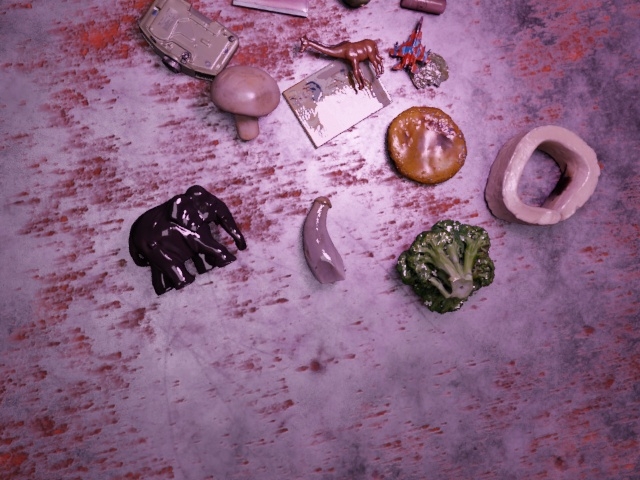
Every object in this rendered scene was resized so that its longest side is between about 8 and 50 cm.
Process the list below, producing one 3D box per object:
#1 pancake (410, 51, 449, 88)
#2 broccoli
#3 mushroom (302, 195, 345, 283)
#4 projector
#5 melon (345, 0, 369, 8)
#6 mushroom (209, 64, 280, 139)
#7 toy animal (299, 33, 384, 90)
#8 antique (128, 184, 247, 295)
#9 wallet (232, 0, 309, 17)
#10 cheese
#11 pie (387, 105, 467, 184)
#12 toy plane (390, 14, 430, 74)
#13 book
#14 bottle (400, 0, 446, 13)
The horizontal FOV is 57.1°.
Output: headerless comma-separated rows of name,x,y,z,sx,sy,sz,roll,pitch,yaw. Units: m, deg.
pancake,0.351,-0.549,1.895,0.129,0.022,0.116,-8,89,-7
broccoli,0.392,0.091,1.805,0.307,0.275,0.308,-3,120,-5
mushroom,0.000,0.000,1.823,0.118,0.103,0.270,-12,88,-7
projector,-0.399,-0.598,1.756,0.269,0.088,0.194,32,84,-8
melon,0.109,-0.793,1.809,0.114,0.114,0.168,-16,93,-7
mushroom,-0.221,-0.424,1.756,0.206,0.209,0.207,0,63,1
toy animal,0.071,-0.568,1.814,0.224,0.066,0.230,-34,104,-5
antique,-0.402,-0.007,1.723,0.322,0.185,0.255,-25,96,-3
wallet,-0.148,-0.767,1.818,0.232,0.025,0.120,7,91,-8
cheese,0.705,-0.193,1.888,0.292,0.153,0.332,35,88,-7
pie,0.338,-0.305,1.876,0.273,0.069,0.274,0,92,-9
toy plane,0.297,-0.622,1.865,0.130,0.061,0.189,16,78,12
book,0.056,-0.453,1.859,0.295,0.020,0.208,-33,95,-6
bottle,0.328,-0.758,1.871,0.140,0.053,0.053,9,90,-8
